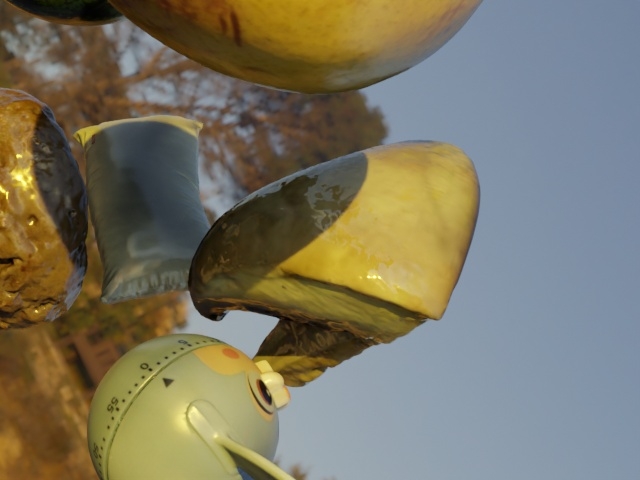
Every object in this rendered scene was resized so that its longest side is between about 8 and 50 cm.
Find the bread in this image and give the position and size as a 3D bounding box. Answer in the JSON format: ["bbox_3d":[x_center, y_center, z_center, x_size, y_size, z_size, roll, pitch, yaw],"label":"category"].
[{"bbox_3d":[-0.302,-0.029,1.197,0.230,0.123,0.230,23,-62,52],"label":"bread"}]

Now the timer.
[{"bbox_3d":[-0.068,0.163,1.062,0.255,0.175,0.175,9,-47,22],"label":"timer"}]

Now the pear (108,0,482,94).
[{"bbox_3d":[-0.020,-0.214,0.729,0.281,0.280,0.281,53,-21,31],"label":"pear"}]

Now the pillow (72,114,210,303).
[{"bbox_3d":[-0.170,-0.036,1.352,0.078,0.144,0.254,109,-27,-42],"label":"pillow"}]

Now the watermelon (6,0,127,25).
[{"bbox_3d":[-0.219,-0.334,1.230,0.269,0.269,0.269,53,-21,31],"label":"watermelon"}]

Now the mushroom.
[{"bbox_3d":[0.003,-0.009,1.182,0.292,0.212,0.217,124,-17,-62],"label":"mushroom"}]
